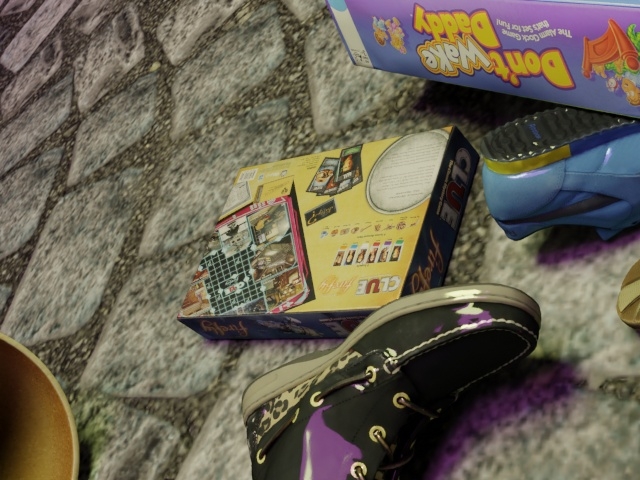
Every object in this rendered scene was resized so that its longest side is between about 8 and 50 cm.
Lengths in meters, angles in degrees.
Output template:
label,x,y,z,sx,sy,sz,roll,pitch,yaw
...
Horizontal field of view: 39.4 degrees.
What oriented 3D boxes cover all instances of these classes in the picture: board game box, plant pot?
label,x,y,z,sx,sy,sz,roll,pitch,yaw
board game box,0.000,0.000,0.739,0.243,0.042,0.165,-6,54,42
board game box,0.192,-0.202,0.640,0.233,0.078,0.347,-40,34,-18
plant pot,-0.378,0.206,0.815,0.254,0.237,0.237,-21,43,53

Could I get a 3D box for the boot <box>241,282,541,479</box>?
label,x,y,z,sx,sy,sz,roll,pitch,yaw
boot,0.039,0.141,0.542,0.236,0.085,0.178,-30,42,33

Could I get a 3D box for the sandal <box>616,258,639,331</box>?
label,x,y,z,sx,sy,sz,roll,pitch,yaw
sandal,0.241,0.028,0.472,0.180,0.049,0.072,-15,41,57

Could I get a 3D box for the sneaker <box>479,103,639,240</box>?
label,x,y,z,sx,sy,sz,roll,pitch,yaw
sneaker,0.209,-0.052,0.568,0.209,0.082,0.069,-15,28,13
